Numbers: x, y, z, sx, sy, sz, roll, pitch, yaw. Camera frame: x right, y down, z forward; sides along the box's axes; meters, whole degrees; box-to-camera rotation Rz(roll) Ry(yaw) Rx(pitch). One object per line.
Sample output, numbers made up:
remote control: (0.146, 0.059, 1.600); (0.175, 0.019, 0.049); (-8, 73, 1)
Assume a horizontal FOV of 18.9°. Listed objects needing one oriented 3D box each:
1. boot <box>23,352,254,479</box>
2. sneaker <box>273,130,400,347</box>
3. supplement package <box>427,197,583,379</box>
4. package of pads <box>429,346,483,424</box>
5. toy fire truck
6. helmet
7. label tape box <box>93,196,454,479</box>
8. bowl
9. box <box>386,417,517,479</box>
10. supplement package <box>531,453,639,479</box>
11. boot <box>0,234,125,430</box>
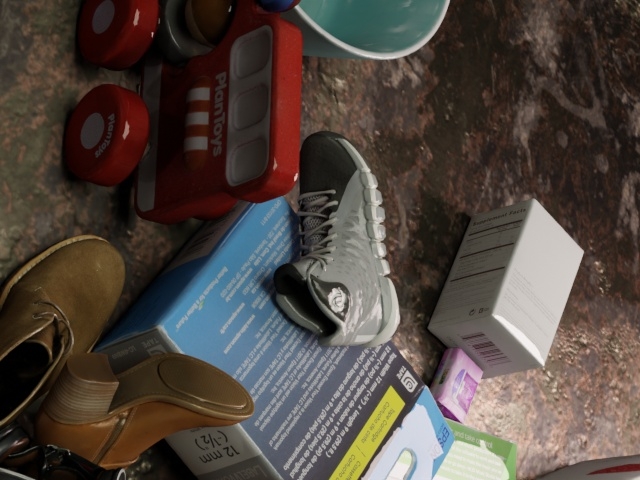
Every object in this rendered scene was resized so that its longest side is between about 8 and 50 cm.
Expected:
boot: (-0.173, 0.179, 1.789); (0.197, 0.152, 0.073); (11, 34, -21)
sneaker: (0.000, 0.000, 1.915); (0.132, 0.086, 0.228); (-7, 77, -48)
supplement package: (0.220, 0.057, 2.262); (0.105, 0.105, 0.179); (44, 52, -26)
package of pads: (0.154, 0.170, 2.217); (0.050, 0.032, 0.083); (44, 51, -26)
toy fire truck: (-0.106, -0.165, 1.894); (0.169, 0.254, 0.302); (20, 65, -40)
helmet: (-0.257, 0.253, 1.681); (0.169, 0.169, 0.161); (59, 28, -15)
label tape box: (-0.035, 0.156, 1.953); (0.347, 0.115, 0.249); (54, 43, -16)
bowl: (-0.017, -0.327, 2.096); (0.312, 0.163, 0.311); (15, 68, -42)
box: (0.117, 0.351, 2.112); (0.232, 0.058, 0.322); (24, 64, -39)
supplement package: (0.332, 0.347, 2.189); (0.293, 0.178, 0.175); (-6, 86, -60)
boot: (-0.256, 0.093, 1.772); (0.112, 0.115, 0.305); (55, 45, -15)
